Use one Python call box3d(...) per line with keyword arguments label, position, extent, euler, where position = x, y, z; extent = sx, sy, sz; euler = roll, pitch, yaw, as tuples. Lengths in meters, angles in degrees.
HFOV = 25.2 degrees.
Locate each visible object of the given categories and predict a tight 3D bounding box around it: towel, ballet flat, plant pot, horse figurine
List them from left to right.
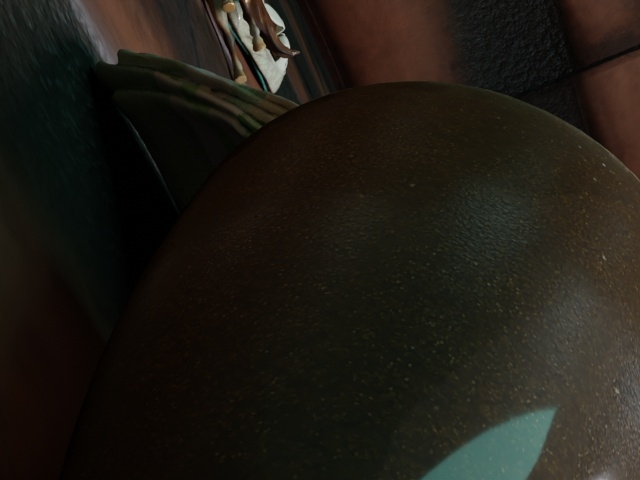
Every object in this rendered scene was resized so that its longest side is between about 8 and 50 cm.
box3d(label="horse figurine", position=(-0.095, -0.257, 1.310), extent=(0.263, 0.066, 0.174), euler=(52, 22, -63))
box3d(label="ballet flat", position=(-0.058, -0.211, 1.540), extent=(0.168, 0.052, 0.057), euler=(57, 12, -65))
box3d(label="plant pot", position=(0.009, 0.075, 0.438), extent=(0.215, 0.215, 0.230), euler=(67, 20, -8))
box3d(label="towel", position=(0.030, 0.034, 0.708), extent=(0.325, 0.038, 0.247), euler=(25, -30, 45))
